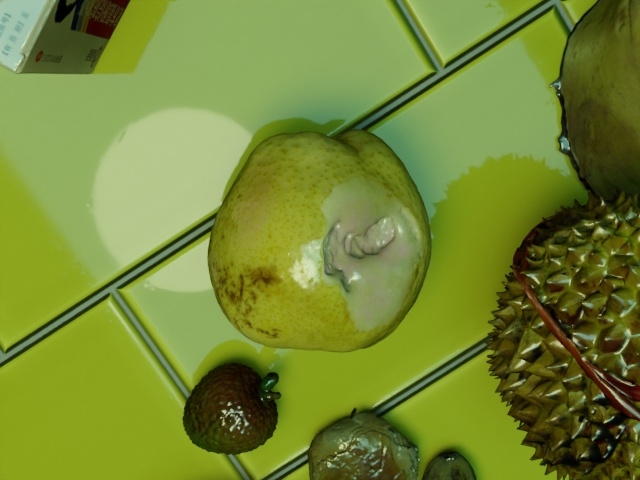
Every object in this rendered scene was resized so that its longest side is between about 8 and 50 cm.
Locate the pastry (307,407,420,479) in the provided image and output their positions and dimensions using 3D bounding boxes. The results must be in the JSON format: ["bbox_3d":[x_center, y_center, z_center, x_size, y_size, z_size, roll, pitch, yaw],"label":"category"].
[{"bbox_3d":[0.054,0.299,1.182,0.153,0.081,0.153,-1,100,-8],"label":"pastry"}]

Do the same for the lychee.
[{"bbox_3d":[-0.109,0.212,1.142,0.146,0.114,0.114,-28,101,19],"label":"lychee"}]

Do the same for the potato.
[{"bbox_3d":[0.439,-0.184,1.012,0.289,0.296,0.397,16,97,-1],"label":"potato"}]

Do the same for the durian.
[{"bbox_3d":[0.342,0.113,1.010,0.347,0.348,0.384,-22,144,0],"label":"durian"}]

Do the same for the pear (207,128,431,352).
[{"bbox_3d":[0.000,0.000,1.042,0.271,0.271,0.271,-1,100,-4],"label":"pear"}]

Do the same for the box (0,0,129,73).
[{"bbox_3d":[-0.240,-0.274,0.920,0.069,0.353,0.214,30,97,-7],"label":"box"}]

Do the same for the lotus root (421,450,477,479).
[{"bbox_3d":[0.166,0.368,1.202,0.089,0.080,0.179,0,101,-5],"label":"lotus root"}]
